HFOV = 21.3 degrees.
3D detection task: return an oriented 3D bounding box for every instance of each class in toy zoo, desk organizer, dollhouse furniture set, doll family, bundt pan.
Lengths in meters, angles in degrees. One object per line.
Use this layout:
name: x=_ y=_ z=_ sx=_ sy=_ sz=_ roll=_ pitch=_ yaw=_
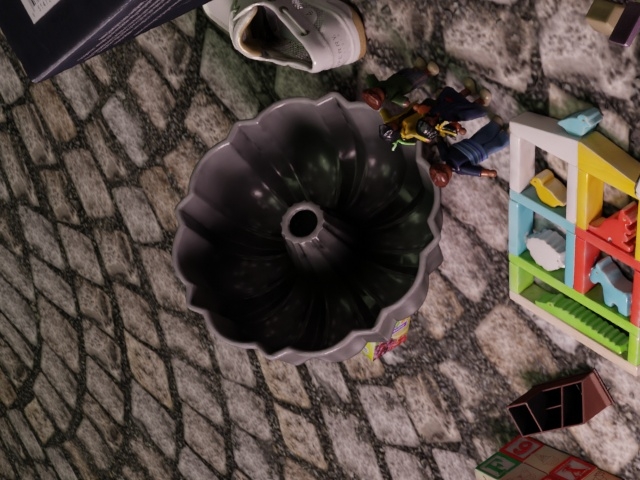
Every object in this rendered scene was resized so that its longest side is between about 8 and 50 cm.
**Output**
toy zoo: x=0.278 y=-0.014 z=1.808 sx=0.192 sy=0.030 sz=0.293 roll=33 pitch=142 yaw=37
desk organizer: x=0.276 y=0.191 z=1.976 sx=0.047 sy=0.050 sz=0.130 roll=60 pitch=150 yaw=-2
dollhouse furniture set: x=0.314 y=-0.213 z=1.599 sx=0.081 sy=0.091 sz=0.114 roll=25 pitch=-174 yaw=-21
doll family: x=0.122 y=-0.127 z=1.859 sx=0.193 sy=0.111 sz=0.076 roll=28 pitch=138 yaw=42
bundt pan: x=0.000 y=0.000 z=1.997 sx=0.331 sy=0.331 sz=0.124 roll=40 pitch=177 yaw=29

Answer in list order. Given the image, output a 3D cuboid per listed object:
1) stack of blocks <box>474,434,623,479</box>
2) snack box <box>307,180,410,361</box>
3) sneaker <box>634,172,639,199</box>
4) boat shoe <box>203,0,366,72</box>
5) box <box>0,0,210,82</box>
stack of blocks: x=0.300 y=0.405 z=2.094 sx=0.171 sy=0.087 sz=0.297 roll=21 pitch=133 yaw=47
snack box: x=0.041 y=0.023 z=2.160 sx=0.174 sy=0.070 sz=0.207 roll=40 pitch=143 yaw=29
sneaker: x=0.383 y=-0.119 z=1.495 sx=0.118 sy=0.107 sz=0.279 roll=31 pitch=134 yaw=9
boat shoe: x=-0.068 y=-0.263 z=2.038 sx=0.277 sy=0.096 sz=0.098 roll=24 pitch=136 yaw=46
box: x=-0.139 y=-0.364 z=1.752 sx=0.293 sy=0.395 sz=0.212 roll=-23 pitch=96 yaw=59
